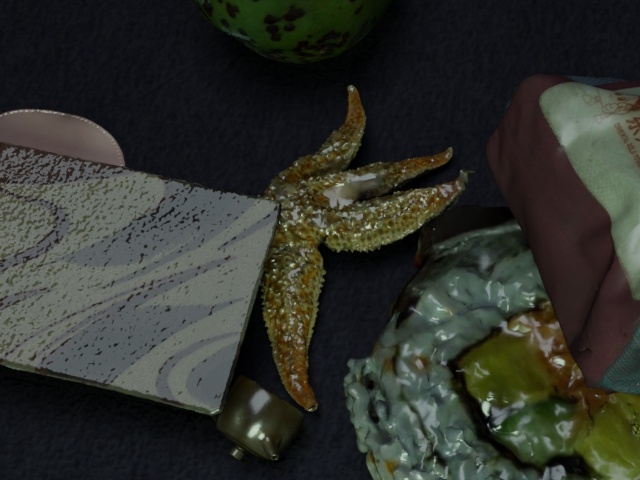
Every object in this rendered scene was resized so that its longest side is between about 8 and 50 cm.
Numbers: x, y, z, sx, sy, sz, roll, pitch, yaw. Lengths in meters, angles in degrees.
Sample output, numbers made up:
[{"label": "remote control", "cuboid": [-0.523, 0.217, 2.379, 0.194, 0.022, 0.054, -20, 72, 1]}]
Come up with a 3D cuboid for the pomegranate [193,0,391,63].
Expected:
[{"label": "pomegranate", "cuboid": [-0.043, -0.312, 1.852, 0.270, 0.254, 0.254, 11, 56, 51]}]

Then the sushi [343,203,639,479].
[{"label": "sushi", "cuboid": [0.220, 0.149, 1.540, 0.418, 0.176, 0.417, -1, 57, 1]}]

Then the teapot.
[{"label": "teapot", "cuboid": [-0.066, 0.171, 1.641, 0.121, 0.076, 0.068, 21, 75, 52]}]

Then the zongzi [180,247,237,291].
[{"label": "zongzi", "cuboid": [-0.123, 0.002, 1.704, 0.104, 0.052, 0.113, -9, 84, 30]}]

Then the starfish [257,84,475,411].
[{"label": "starfish", "cuboid": [0.015, -0.022, 1.740, 0.293, 0.084, 0.301, -35, 54, -10]}]

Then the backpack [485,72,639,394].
[{"label": "backpack", "cuboid": [0.317, -0.012, 1.428, 0.317, 0.197, 0.283, -3, 57, -25]}]

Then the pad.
[{"label": "pad", "cuboid": [-0.220, 0.028, 1.674, 0.330, 0.004, 0.220, 12, 73, 11]}]

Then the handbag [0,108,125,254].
[{"label": "handbag", "cuboid": [-0.286, -0.028, 1.781, 0.205, 0.116, 0.179, 5, 59, 13]}]
